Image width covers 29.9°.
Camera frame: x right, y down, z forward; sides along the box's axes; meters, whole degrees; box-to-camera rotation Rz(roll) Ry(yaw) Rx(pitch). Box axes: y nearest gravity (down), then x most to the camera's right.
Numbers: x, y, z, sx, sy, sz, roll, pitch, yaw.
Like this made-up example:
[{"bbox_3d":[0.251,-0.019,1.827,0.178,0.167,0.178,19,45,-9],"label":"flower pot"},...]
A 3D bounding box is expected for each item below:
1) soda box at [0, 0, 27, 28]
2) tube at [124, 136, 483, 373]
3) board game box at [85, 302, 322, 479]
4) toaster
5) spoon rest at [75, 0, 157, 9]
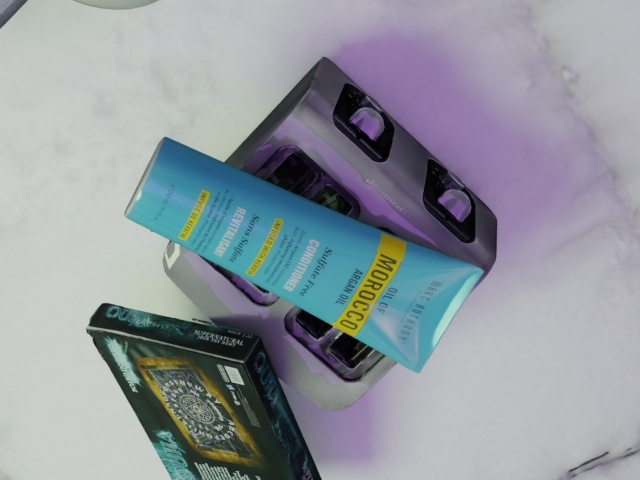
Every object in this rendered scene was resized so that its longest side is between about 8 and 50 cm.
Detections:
[{"bbox_3d":[-0.126,-0.244,0.668,0.098,0.091,0.286,45,81,-15],"label":"soda box"},{"bbox_3d":[-0.012,0.006,0.713,0.207,0.052,0.080,25,117,-11],"label":"tube"},{"bbox_3d":[-0.072,0.122,0.813,0.126,0.026,0.186,10,139,28],"label":"board game box"},{"bbox_3d":[0.000,0.000,0.790,0.168,0.110,0.185,43,106,-9],"label":"toaster"},{"bbox_3d":[-0.194,-0.249,0.747,0.276,0.084,0.137,28,109,-20],"label":"spoon rest"}]
